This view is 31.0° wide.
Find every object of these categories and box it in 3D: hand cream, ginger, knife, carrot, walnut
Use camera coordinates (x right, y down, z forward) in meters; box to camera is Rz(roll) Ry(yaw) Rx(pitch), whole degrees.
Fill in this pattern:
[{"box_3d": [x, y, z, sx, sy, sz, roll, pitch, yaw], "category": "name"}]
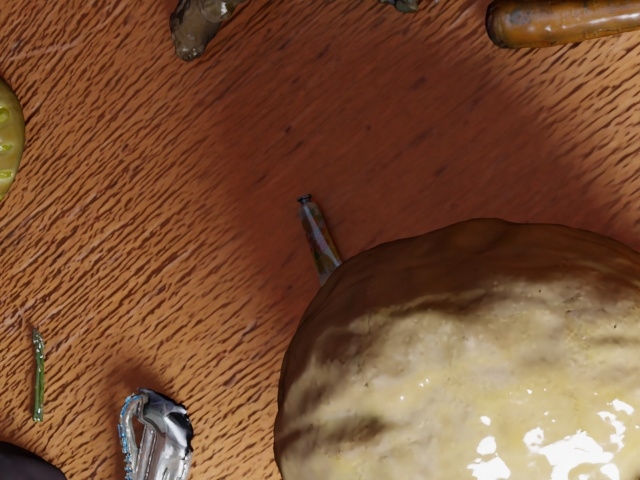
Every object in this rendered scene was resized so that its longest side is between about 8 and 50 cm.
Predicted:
[{"box_3d": [0.000, 0.000, 1.219, 0.035, 0.022, 0.102, -23, 80, 20], "category": "hand cream"}, {"box_3d": [-0.078, -0.313, 1.242, 0.290, 0.084, 0.122, -49, 49, 17], "category": "ginger"}, {"box_3d": [-0.207, 0.342, 1.296, 0.089, 0.043, 0.365, 13, 96, 14], "category": "knife"}, {"box_3d": [0.236, -0.210, 1.087, 0.161, 0.055, 0.055, -1, 86, 22], "category": "carrot"}, {"box_3d": [0.145, 0.153, 0.951, 0.383, 0.383, 0.383, -2, 86, 29], "category": "walnut"}]

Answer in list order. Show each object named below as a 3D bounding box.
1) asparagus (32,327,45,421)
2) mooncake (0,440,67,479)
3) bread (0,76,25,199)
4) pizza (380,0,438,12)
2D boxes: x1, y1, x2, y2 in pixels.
[{"box_3d": [-0.342, 0.163, 1.399, 0.014, 0.015, 0.114, -6, 83, 47], "category": "asparagus"}, {"box_3d": [-0.387, 0.374, 1.340, 0.283, 0.141, 0.283, -6, 76, 24], "category": "mooncake"}, {"box_3d": [-0.464, -0.119, 1.439, 0.213, 0.105, 0.213, -1, 88, 26], "category": "bread"}, {"box_3d": [0.044, -0.308, 1.198, 0.195, 0.052, 0.185, -19, 74, 27], "category": "pizza"}]
